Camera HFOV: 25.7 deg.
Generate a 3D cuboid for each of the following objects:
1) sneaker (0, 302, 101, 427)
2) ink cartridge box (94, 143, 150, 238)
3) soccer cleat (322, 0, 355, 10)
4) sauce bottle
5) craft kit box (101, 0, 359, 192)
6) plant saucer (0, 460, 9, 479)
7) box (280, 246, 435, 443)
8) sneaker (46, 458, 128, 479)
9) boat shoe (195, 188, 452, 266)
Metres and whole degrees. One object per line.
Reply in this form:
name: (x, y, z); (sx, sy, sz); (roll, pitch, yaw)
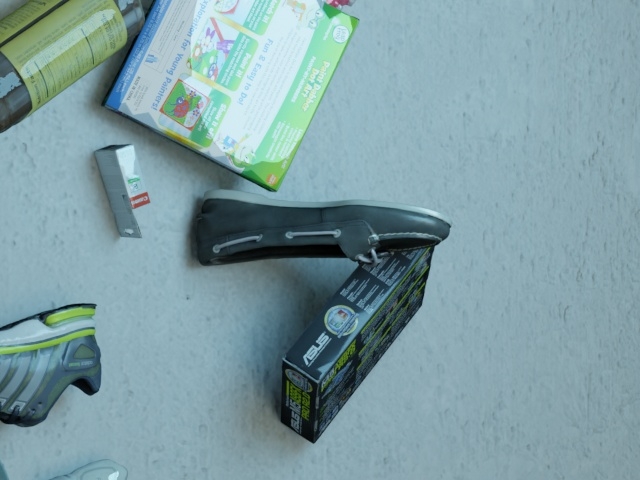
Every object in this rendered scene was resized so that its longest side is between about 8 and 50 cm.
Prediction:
sneaker: (-0.374, 0.166, 1.616); (0.300, 0.111, 0.121); (-20, 92, -32)
ink cartridge box: (-0.241, -0.061, 1.744); (0.029, 0.063, 0.115); (-24, 105, -31)
soccer cleat: (-0.052, -0.290, 1.878); (0.095, 0.083, 0.248); (41, 72, 9)
sauce bottle: (-0.361, -0.197, 1.628); (0.344, 0.111, 0.111); (-40, 113, -27)
craft kit box: (-0.112, -0.225, 1.775); (0.246, 0.061, 0.250); (27, 86, -13)
plant saucer: (-0.452, 0.310, 1.618); (0.195, 0.037, 0.195); (-1, 92, -35)
box: (0.049, 0.119, 1.878); (0.060, 0.216, 0.270); (33, 65, 16)
sneaker: (-0.247, 0.408, 1.733); (0.118, 0.110, 0.292); (-29, 108, -41)
boat shoe: (0.000, 0.000, 1.784); (0.112, 0.335, 0.096); (42, 55, -68)
